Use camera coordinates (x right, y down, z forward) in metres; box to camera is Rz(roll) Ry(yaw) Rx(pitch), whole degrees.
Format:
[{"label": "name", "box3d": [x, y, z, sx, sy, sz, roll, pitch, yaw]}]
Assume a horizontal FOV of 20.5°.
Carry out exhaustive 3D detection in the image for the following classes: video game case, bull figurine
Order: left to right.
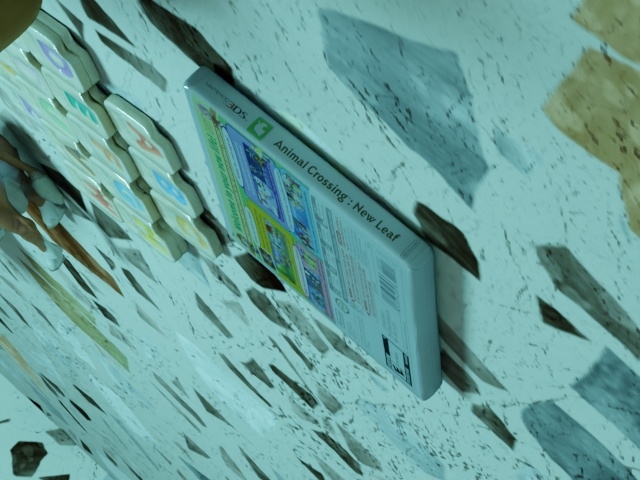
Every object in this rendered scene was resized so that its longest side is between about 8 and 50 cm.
[{"label": "bull figurine", "box3d": [-0.378, -0.040, 1.751, 0.188, 0.101, 0.310, 40, 153, -31]}, {"label": "video game case", "box3d": [0.000, 0.000, 1.137, 0.193, 0.023, 0.212, 40, 164, 21]}]

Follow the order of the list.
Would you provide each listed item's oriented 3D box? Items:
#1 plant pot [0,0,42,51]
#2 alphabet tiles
[{"label": "plant pot", "box3d": [-0.347, -0.200, 1.124, 0.291, 0.291, 0.203, 22, 135, 56]}, {"label": "alphabet tiles", "box3d": [-0.192, -0.093, 1.405, 0.278, 0.021, 0.284, 35, 161, 33]}]
